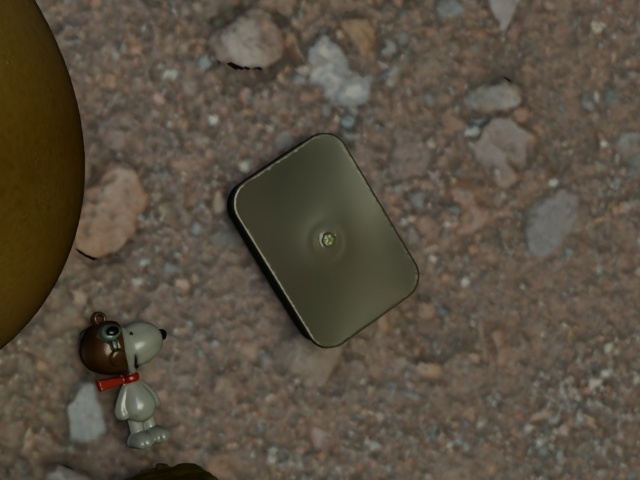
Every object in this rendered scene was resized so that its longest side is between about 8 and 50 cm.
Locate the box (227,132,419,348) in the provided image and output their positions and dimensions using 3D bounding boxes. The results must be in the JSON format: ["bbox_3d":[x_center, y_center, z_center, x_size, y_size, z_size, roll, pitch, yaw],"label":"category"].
[{"bbox_3d":[0.000,0.000,1.288,0.091,0.031,0.126,-36,102,-17],"label":"box"}]

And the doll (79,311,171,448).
[{"bbox_3d":[-0.123,0.088,1.238,0.058,0.040,0.085,3,88,-31],"label":"doll"}]

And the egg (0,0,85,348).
[{"bbox_3d":[-0.264,-0.073,1.069,0.250,0.250,0.322,-23,92,-20],"label":"egg"}]

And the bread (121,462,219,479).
[{"bbox_3d":[-0.202,0.286,1.115,0.362,0.245,0.233,-13,95,-14],"label":"bread"}]
